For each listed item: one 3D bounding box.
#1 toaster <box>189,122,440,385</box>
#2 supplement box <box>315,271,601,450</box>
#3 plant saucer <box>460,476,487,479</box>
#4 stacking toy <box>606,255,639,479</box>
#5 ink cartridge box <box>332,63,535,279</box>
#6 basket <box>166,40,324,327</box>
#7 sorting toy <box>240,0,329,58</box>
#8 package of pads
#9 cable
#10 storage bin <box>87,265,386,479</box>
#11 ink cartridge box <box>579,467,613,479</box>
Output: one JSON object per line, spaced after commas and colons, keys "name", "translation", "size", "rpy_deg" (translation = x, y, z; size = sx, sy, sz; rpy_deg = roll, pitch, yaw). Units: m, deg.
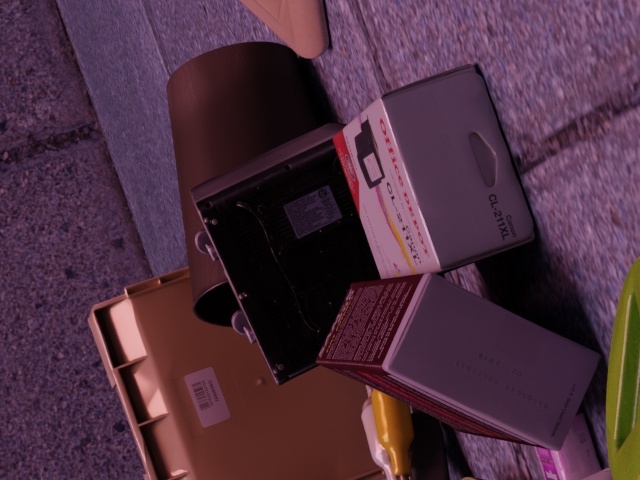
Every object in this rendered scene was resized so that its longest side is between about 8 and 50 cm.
{"name": "toaster", "translation": [0.000, 0.000, 1.454], "size": [0.168, 0.185, 0.110], "rpy_deg": [66, 172, -14]}
{"name": "supplement box", "translation": [0.088, 0.083, 1.239], "size": [0.073, 0.130, 0.239], "rpy_deg": [-65, 9, -8]}
{"name": "plant saucer", "translation": [0.174, 0.297, 1.428], "size": [0.241, 0.037, 0.241], "rpy_deg": [161, 90, -78]}
{"name": "stacking toy", "translation": [0.227, 0.113, 0.855], "size": [0.309, 0.130, 0.279], "rpy_deg": [99, 176, -61]}
{"name": "ink cartridge box", "translation": [0.075, -0.040, 1.257], "size": [0.175, 0.072, 0.127], "rpy_deg": [147, 105, -78]}
{"name": "basket", "translation": [-0.053, -0.053, 1.631], "size": [0.154, 0.204, 0.227], "rpy_deg": [-28, 67, 34]}
{"name": "sorting toy", "translation": [-0.060, -0.279, 1.558], "size": [0.208, 0.038, 0.193], "rpy_deg": [41, 150, 46]}
{"name": "package of pads", "translation": [0.172, 0.158, 1.227], "size": [0.050, 0.032, 0.083], "rpy_deg": [179, 72, -75]}
{"name": "cable", "translation": [0.081, 0.245, 1.553], "size": [0.139, 0.072, 0.287], "rpy_deg": [81, -177, -50]}
{"name": "storage bin", "translation": [-0.070, 0.147, 1.771], "size": [0.123, 0.260, 0.262], "rpy_deg": [140, 111, -73]}
{"name": "ink cartridge box", "translation": [0.199, 0.294, 1.149], "size": [0.172, 0.100, 0.237], "rpy_deg": [-132, 25, -61]}
